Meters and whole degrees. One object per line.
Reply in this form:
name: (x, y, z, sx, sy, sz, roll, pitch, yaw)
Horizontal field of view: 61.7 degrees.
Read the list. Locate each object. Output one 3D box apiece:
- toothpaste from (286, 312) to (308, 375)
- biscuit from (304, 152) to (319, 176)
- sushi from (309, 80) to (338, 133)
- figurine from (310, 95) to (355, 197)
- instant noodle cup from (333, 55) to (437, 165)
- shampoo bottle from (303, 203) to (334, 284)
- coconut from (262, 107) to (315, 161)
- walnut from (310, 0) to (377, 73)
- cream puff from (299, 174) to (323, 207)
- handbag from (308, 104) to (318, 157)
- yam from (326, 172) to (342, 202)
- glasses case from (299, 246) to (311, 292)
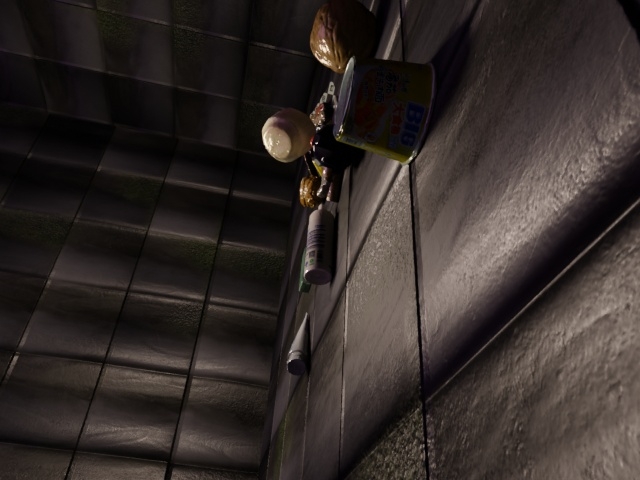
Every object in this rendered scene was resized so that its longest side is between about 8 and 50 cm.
toothpaste: (-0.072, 0.376, 1.929, 0.299, 0.073, 0.114, -79, 1, -71)
biscuit: (-0.038, -0.323, 2.361, 0.237, 0.013, 0.232, -94, -14, -58)
sushi: (0.001, -0.475, 2.101, 0.231, 0.047, 0.219, -52, 44, 44)
figurine: (0.040, -0.289, 1.655, 0.308, 0.143, 0.308, 172, 90, -87)
instant noodle cup: (0.113, -0.251, 1.020, 0.205, 0.153, 0.205, -171, 90, -83)
shampoo bottle: (0.000, 0.000, 1.763, 0.092, 0.092, 0.303, 109, 169, -48)
coconut: (-0.097, -0.347, 1.762, 0.183, 0.171, 0.171, -43, -25, -50)
walnut: (0.071, -0.631, 1.665, 0.228, 0.228, 0.228, -170, 90, -83)
cream puff: (-0.030, -0.200, 2.198, 0.144, 0.103, 0.126, 83, -162, -59)
handbag: (-0.002, -0.479, 2.302, 0.213, 0.127, 0.235, -73, 6, -71)
yam: (0.060, -0.261, 1.836, 0.046, 0.046, 0.264, -170, 89, -83)
glasses case: (-0.058, 0.121, 2.227, 0.078, 0.039, 0.184, 110, 168, -54)
